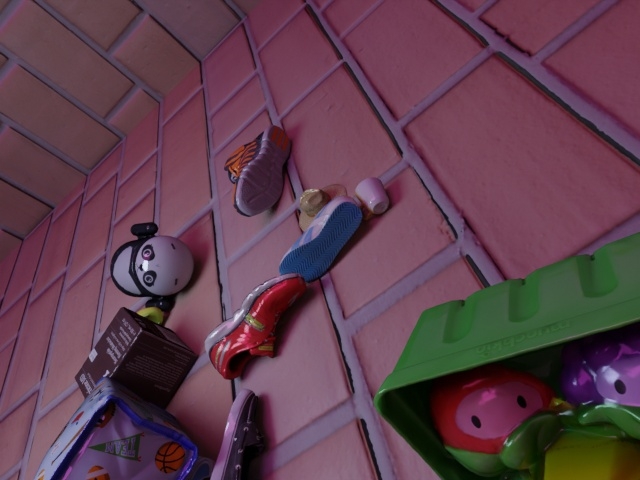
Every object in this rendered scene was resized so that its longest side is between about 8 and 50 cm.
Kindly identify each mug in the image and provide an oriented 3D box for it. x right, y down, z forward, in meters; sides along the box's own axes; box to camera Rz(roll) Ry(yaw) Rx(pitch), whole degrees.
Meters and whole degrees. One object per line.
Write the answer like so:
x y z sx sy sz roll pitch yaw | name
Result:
0.114 -0.084 1.090 0.062 0.078 0.064 -18 48 -9 | mug

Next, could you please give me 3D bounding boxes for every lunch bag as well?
-0.420 0.481 0.947 0.385 0.239 0.328 -58 13 -21 | lunch bag

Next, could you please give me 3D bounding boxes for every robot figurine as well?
-0.482 0.075 1.463 0.278 0.209 0.173 -7 42 43 | robot figurine

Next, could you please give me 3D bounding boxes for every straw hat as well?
-0.014 -0.089 1.211 0.144 0.061 0.144 -27 43 29 | straw hat

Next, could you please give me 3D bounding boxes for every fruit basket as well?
0.269 0.216 0.529 0.392 0.283 0.392 -33 24 16 | fruit basket

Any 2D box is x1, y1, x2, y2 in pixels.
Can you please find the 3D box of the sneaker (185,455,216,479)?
-0.241 0.516 0.932 0.086 0.085 0.237 5 67 37 | sneaker

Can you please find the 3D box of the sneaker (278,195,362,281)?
0.000 0.000 1.117 0.228 0.087 0.092 -45 16 13 | sneaker

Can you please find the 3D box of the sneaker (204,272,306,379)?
-0.118 0.185 1.087 0.279 0.107 0.118 -46 56 12 | sneaker

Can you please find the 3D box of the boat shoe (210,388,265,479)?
-0.138 0.378 0.945 0.076 0.080 0.228 4 38 9 | boat shoe

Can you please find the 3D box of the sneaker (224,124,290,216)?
-0.195 -0.168 1.433 0.180 0.124 0.321 -23 35 38 | sneaker

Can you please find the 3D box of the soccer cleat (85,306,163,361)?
-0.552 0.270 1.444 0.289 0.093 0.121 -44 38 11 | soccer cleat

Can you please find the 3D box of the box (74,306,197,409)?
-0.441 0.301 1.242 0.168 0.167 0.203 20 76 51 | box
